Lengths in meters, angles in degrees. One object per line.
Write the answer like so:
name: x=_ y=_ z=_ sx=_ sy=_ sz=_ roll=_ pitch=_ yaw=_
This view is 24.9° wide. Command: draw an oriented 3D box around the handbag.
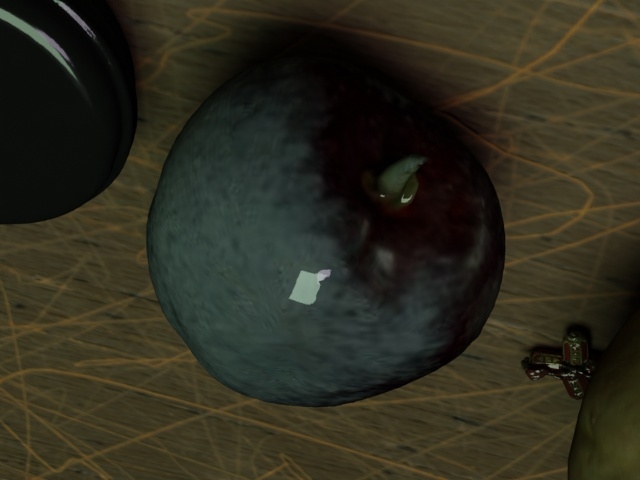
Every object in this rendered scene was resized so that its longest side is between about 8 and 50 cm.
handbag: x=-0.284 y=-0.116 z=1.092 sx=0.308 sy=0.093 sz=0.253 roll=0 pitch=133 yaw=14

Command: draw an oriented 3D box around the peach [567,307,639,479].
peach: x=0.325 y=0.153 z=1.082 sx=0.292 sy=0.247 sz=0.292 roll=0 pitch=151 yaw=0

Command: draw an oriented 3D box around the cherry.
cherry: x=0.000 y=0.000 z=1.038 sx=0.255 sy=0.218 sz=0.296 roll=27 pitch=138 yaw=-20

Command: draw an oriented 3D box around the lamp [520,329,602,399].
lamp: x=0.218 y=0.112 z=1.213 sx=0.083 sy=0.031 sz=0.063 roll=36 pitch=131 yaw=-24
